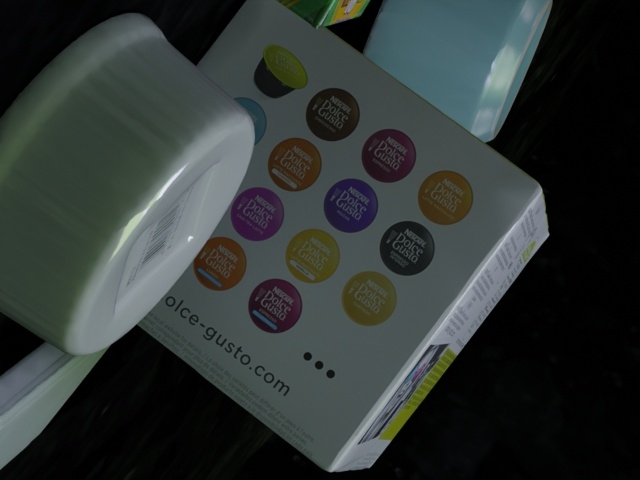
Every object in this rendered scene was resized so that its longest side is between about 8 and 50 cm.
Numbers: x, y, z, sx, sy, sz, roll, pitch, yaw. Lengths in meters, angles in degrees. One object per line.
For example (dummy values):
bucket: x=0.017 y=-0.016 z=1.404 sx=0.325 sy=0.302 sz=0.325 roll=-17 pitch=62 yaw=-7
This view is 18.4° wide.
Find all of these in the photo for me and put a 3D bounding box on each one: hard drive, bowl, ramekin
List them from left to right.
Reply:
hard drive: x=-0.304 y=0.174 z=1.908 sx=0.203 sy=0.040 sz=0.307 roll=-50 pitch=178 yaw=24
ramekin: x=-0.176 y=-0.038 z=1.633 sx=0.277 sy=0.135 sz=0.277 roll=-52 pitch=170 yaw=-12
bowl: x=0.158 y=-0.227 z=2.271 sx=0.311 sy=0.163 sz=0.312 roll=23 pitch=90 yaw=-82

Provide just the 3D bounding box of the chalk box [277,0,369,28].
chalk box: x=0.019 y=-0.302 z=1.638 sx=0.213 sy=0.132 sz=0.132 roll=-57 pitch=170 yaw=20

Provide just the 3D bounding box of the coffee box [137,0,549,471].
coffee box: x=0.000 y=0.000 z=1.979 sx=0.334 sy=0.337 sz=0.338 roll=-53 pitch=169 yaw=0
